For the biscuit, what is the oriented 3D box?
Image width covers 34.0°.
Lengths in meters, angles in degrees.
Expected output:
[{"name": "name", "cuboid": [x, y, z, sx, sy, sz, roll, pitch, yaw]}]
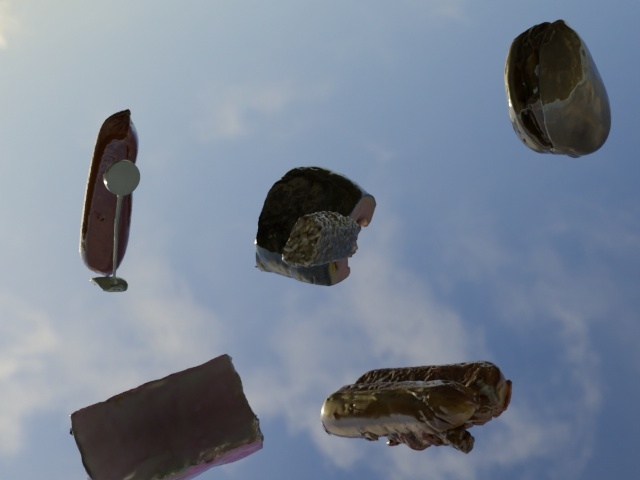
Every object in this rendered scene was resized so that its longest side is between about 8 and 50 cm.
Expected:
[{"name": "biscuit", "cuboid": [0.000, 0.000, 1.583, 0.070, 0.082, 0.168, 21, -169, 18]}]

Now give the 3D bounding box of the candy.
[{"name": "candy", "cuboid": [-0.230, 0.290, 1.567, 0.265, 0.155, 0.115, -19, 161, -20]}]

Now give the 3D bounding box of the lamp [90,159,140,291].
[{"name": "lamp", "cuboid": [-0.288, -0.021, 1.461, 0.050, 0.198, 0.056, -2, -158, -31]}]

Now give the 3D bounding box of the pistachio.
[{"name": "pistachio", "cuboid": [0.245, -0.153, 1.080, 0.113, 0.149, 0.113, -10, -162, 3]}]

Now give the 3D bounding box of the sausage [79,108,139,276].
[{"name": "sausage", "cuboid": [-0.399, -0.085, 1.977, 0.094, 0.348, 0.097, 5, -151, -13]}]

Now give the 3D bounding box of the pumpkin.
[{"name": "pumpkin", "cuboid": [-0.014, -0.037, 2.593, 0.226, 0.256, 0.303, 14, -103, 21]}]

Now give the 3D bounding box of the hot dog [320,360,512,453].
[{"name": "hot dog", "cuboid": [0.146, 0.262, 1.616, 0.158, 0.117, 0.349, -24, -174, -38]}]
